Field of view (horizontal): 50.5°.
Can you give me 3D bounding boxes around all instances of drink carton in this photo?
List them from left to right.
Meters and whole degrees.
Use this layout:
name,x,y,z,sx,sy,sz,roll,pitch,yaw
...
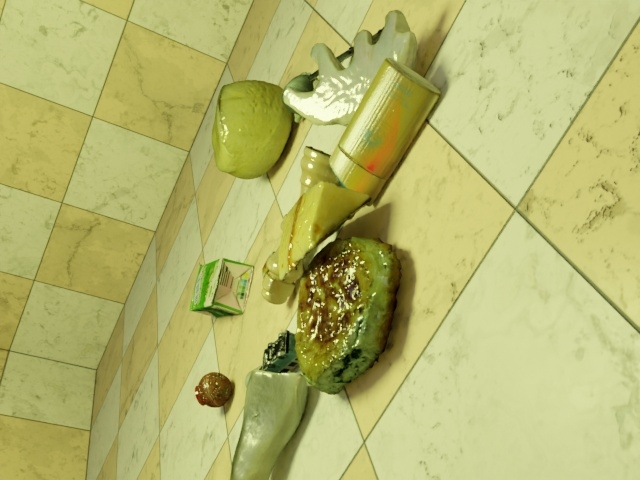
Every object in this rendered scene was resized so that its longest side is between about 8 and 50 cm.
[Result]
name,x,y,z,sx,sy,sz,roll,pitch,yaw
drink carton,-0.314,0.146,2.112,0.271,0.108,0.161,-19,56,61

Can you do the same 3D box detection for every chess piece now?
name,x,y,z,sx,sy,sz,roll,pitch,yaw
chess piece,-0.053,-0.029,1.667,0.397,0.117,0.117,-69,23,10

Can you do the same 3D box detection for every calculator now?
name,x,y,z,sx,sy,sz,roll,pitch,yaw
calculator,0.075,-0.473,1.705,0.161,0.021,0.261,-36,12,-21

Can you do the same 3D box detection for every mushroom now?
name,x,y,z,sx,sy,sz,roll,pitch,yaw
mushroom,-0.124,0.432,1.462,0.159,0.122,0.329,174,112,-75

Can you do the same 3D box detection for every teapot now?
name,x,y,z,sx,sy,sz,roll,pitch,yaw
teapot,-0.041,-0.421,1.975,0.111,0.149,0.108,8,59,29

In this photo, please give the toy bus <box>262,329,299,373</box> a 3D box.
name,x,y,z,sx,sy,sz,roll,pitch,yaw
toy bus,-0.079,0.259,1.546,0.123,0.074,0.060,-45,34,47

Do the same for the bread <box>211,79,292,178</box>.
name,x,y,z,sx,sy,sz,roll,pitch,yaw
bread,-0.219,-0.352,2.133,0.320,0.237,0.321,-170,90,-80

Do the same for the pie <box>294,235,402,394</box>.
name,x,y,z,sx,sy,sz,roll,pitch,yaw
pie,0.038,0.138,1.343,0.355,0.102,0.289,-48,34,43

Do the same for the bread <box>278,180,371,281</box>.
name,x,y,z,sx,sy,sz,roll,pitch,yaw
bread,0.000,0.000,1.444,0.240,0.135,0.178,139,145,-63

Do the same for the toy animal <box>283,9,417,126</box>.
name,x,y,z,sx,sy,sz,roll,pitch,yaw
toy animal,0.111,-0.366,1.530,0.266,0.188,0.308,46,112,37

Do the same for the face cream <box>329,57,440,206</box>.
name,x,y,z,sx,sy,sz,roll,pitch,yaw
face cream,0.122,-0.222,1.414,0.139,0.067,0.285,39,118,17

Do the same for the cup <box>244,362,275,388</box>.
name,x,y,z,sx,sy,sz,roll,pitch,yaw
cup,-0.127,0.323,1.630,0.104,0.074,0.116,-55,10,-27

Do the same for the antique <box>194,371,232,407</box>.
name,x,y,z,sx,sy,sz,roll,pitch,yaw
antique,-0.293,0.414,1.881,0.104,0.104,0.104,-47,33,44

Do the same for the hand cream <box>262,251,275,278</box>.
name,x,y,z,sx,sy,sz,roll,pitch,yaw
hand cream,-0.147,0.068,1.913,0.102,0.022,0.035,-55,36,43
